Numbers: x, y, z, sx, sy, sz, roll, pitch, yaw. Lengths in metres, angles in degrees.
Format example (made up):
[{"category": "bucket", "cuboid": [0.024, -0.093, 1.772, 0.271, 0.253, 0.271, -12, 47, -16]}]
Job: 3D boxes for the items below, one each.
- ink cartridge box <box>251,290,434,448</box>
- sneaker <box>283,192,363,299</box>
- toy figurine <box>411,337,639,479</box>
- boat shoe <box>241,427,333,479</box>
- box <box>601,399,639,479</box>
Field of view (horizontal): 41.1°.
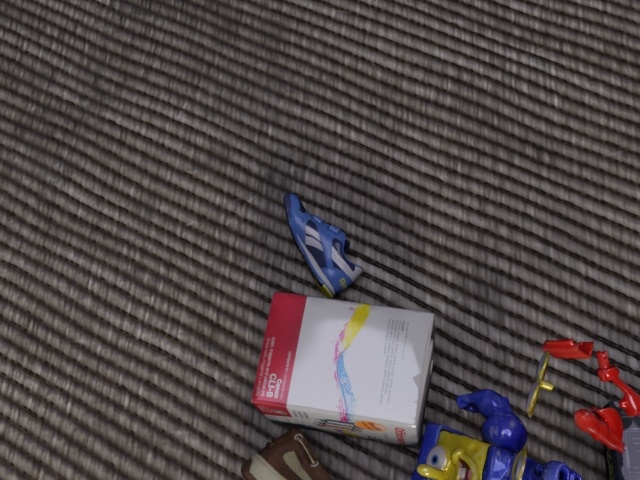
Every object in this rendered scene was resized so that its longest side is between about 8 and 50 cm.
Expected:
[{"category": "ink cartridge box", "cuboid": [0.033, 0.143, 0.936, 0.176, 0.128, 0.127, 6, 68, 11]}, {"category": "sneaker", "cuboid": [0.000, 0.000, 1.047, 0.059, 0.053, 0.144, -28, 74, -4]}, {"category": "toy figurine", "cuboid": [0.172, 0.282, 0.855, 0.217, 0.191, 0.362, -9, 60, 54]}, {"category": "boat shoe", "cuboid": [0.032, 0.296, 0.891, 0.095, 0.095, 0.257, -42, 67, -17]}, {"category": "box", "cuboid": [0.417, 0.255, 0.870, 0.233, 0.059, 0.183, -3, 66, 6]}]
